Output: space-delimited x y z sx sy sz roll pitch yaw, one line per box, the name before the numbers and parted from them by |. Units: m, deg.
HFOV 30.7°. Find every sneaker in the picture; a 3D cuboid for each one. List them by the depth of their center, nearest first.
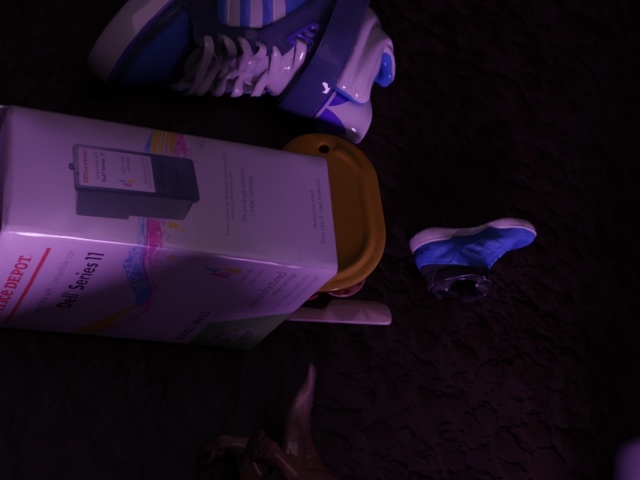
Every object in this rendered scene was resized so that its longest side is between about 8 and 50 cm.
sneaker | -0.053 -0.181 1.204 0.236 0.130 0.323 47 49 5
sneaker | 0.176 0.026 1.269 0.152 0.058 0.084 -5 63 -25

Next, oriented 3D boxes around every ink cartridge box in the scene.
ink cartridge box | -0.188 -0.004 1.001 0.353 0.207 0.119 8 62 -24

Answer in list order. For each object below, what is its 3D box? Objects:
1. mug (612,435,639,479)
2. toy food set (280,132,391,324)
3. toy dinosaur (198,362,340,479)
mug | 0.441 0.388 1.136 0.374 0.276 0.328 34 55 -47
toy food set | 0.000 0.000 1.193 0.128 0.071 0.218 -4 65 -4
toy dinosaur | -0.009 0.267 1.026 0.200 0.127 0.295 28 44 -22
